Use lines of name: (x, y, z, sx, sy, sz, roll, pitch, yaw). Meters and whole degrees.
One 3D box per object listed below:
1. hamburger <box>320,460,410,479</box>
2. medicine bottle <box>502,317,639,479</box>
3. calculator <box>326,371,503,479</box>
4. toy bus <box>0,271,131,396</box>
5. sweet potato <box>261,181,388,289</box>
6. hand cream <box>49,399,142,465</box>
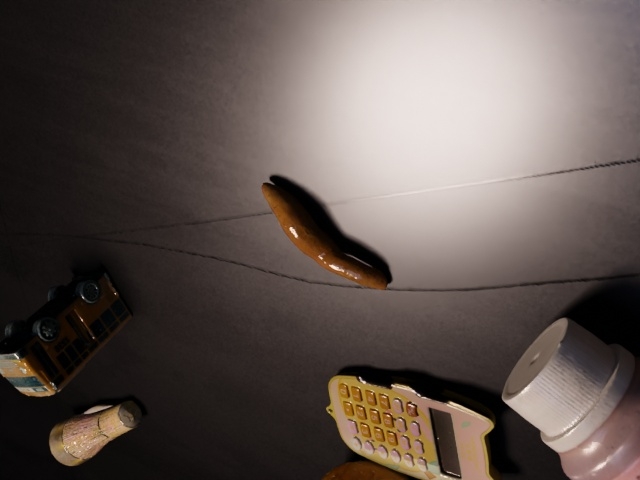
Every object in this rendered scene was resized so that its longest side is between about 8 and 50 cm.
hamburger: (0.058, 0.349, 0.978, 0.147, 0.138, 0.083, 10, 121, 30)
medicine bottle: (0.297, 0.184, 0.703, 0.247, 0.147, 0.147, 37, 134, 4)
calculator: (0.110, 0.229, 0.934, 0.237, 0.033, 0.157, 7, 126, 32)
toy bus: (-0.361, 0.133, 1.062, 0.091, 0.182, 0.103, -9, 118, 37)
sweet potato: (-0.002, 0.002, 0.838, 0.179, 0.044, 0.044, 43, 134, 1)
hand cream: (-0.372, 0.316, 1.277, 0.203, 0.084, 0.084, -29, 103, 37)
